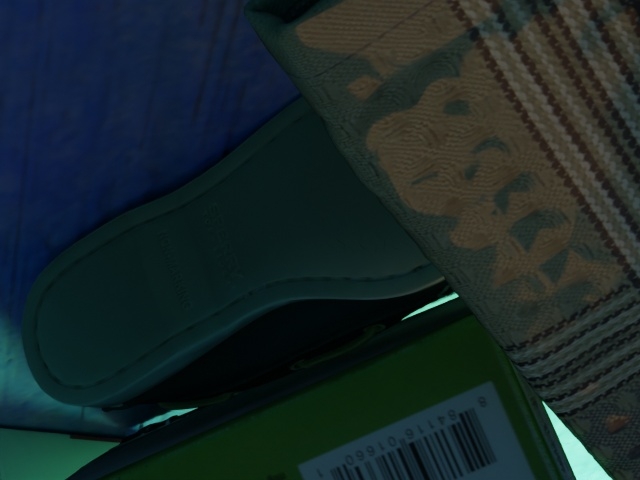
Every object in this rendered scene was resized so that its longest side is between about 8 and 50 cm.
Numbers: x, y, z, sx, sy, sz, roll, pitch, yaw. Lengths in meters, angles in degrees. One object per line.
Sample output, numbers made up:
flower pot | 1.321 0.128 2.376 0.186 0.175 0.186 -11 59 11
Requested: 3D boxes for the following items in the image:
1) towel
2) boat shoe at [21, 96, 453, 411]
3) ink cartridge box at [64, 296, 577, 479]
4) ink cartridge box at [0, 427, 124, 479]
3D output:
towel | 0.178 -0.060 0.553 0.312 0.056 0.324 -33 132 8
boat shoe | 0.000 0.000 0.652 0.227 0.081 0.068 -24 159 24
ink cartridge box | 0.002 0.098 0.725 0.188 0.097 0.255 -24 179 5
ink cartridge box | -0.156 0.150 0.855 0.150 0.063 0.109 -36 152 29
